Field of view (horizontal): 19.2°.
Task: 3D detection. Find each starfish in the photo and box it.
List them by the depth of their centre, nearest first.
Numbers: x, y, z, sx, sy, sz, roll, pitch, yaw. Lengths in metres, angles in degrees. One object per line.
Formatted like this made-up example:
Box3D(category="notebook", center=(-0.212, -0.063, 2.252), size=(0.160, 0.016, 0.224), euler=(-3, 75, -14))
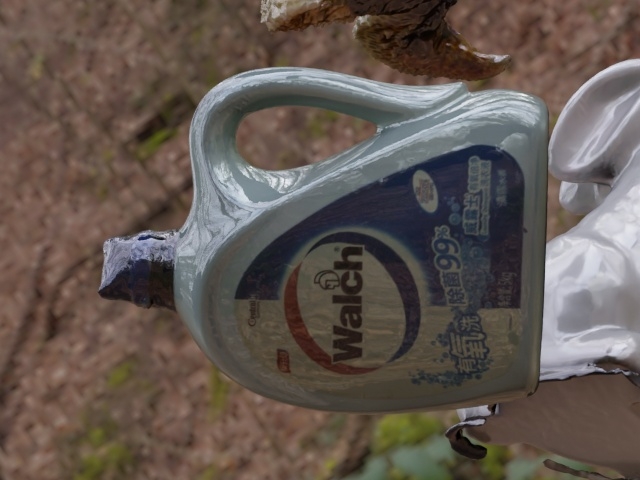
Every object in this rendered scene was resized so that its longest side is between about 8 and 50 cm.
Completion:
Box3D(category="starfish", center=(0.053, -0.146, 0.908), size=(0.238, 0.071, 0.216), euler=(-35, -31, -37))

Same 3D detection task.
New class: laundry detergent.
Box3D(category="laundry detergent", center=(0.000, 0.000, 1.182), size=(0.280, 0.215, 0.105), euler=(3, 9, 7))

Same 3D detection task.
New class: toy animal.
Box3D(category="toy animal", center=(0.247, 0.003, 1.397), size=(0.257, 0.194, 0.357), euler=(5, 57, 31))
